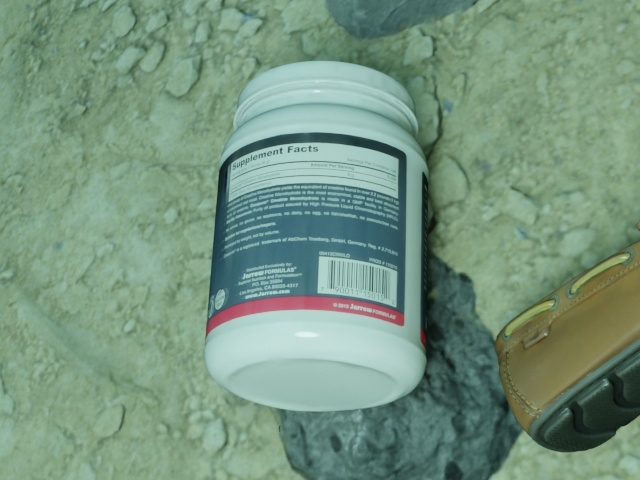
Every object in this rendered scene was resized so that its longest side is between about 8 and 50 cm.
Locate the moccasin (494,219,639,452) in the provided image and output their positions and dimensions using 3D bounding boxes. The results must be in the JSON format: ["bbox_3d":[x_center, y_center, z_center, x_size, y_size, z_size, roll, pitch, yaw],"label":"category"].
[{"bbox_3d":[0.294,0.012,0.942,0.380,0.139,0.147,-43,46,28],"label":"moccasin"}]

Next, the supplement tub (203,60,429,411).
[{"bbox_3d":[0.000,0.000,1.092,0.191,0.191,0.272,-11,62,27],"label":"supplement tub"}]
